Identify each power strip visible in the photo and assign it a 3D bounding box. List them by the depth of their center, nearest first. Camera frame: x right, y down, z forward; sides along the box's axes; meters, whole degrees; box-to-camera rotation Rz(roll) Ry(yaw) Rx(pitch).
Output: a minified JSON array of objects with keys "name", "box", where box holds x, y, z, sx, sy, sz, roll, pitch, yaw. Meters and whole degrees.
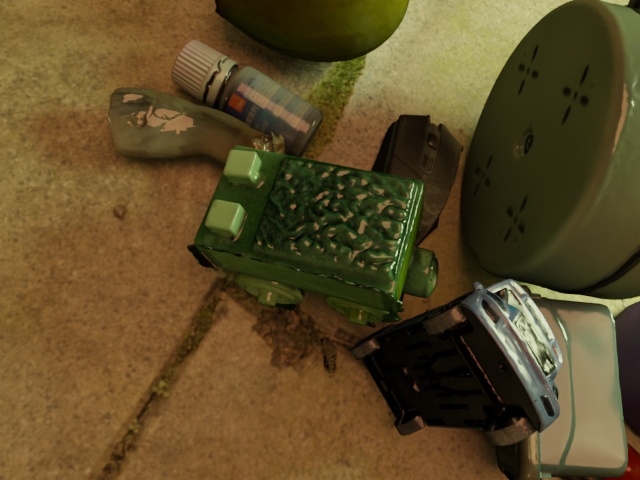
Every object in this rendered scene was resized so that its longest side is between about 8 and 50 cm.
[{"name":"power strip","box":[0.322,-0.111,0.630,0.161,0.357,0.358,12,71,-8]}]

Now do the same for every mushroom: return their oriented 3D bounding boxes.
[{"name":"mushroom","box":[-0.154,-0.133,0.659,0.223,0.081,0.092,15,38,-3]}]

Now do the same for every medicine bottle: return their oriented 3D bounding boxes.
[{"name":"medicine bottle","box":[-0.099,-0.191,0.698,0.203,0.083,0.083,33,69,-2]}]

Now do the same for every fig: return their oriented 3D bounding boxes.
[{"name":"fig","box":[-0.015,-0.357,0.695,0.271,0.239,0.240,-19,78,-4]}]

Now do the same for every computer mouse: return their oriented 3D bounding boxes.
[{"name":"computer mouse","box":[0.137,-0.092,0.731,0.126,0.071,0.231,26,69,-5]}]

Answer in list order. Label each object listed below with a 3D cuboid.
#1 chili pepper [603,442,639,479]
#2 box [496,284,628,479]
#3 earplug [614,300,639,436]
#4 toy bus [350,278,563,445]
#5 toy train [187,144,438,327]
[{"name":"chili pepper","box":[0.395,0.304,0.682,0.272,0.063,0.071,45,57,5]},{"name":"box","box":[0.271,0.176,0.625,0.129,0.162,0.227,2,72,10]},{"name":"earplug","box":[0.562,0.143,0.560,0.215,0.456,0.215,4,75,-14]},{"name":"toy bus","box":[0.146,0.124,0.551,0.133,0.292,0.126,-27,81,-22]},{"name":"toy train","box":[0.000,0.000,0.589,0.271,0.188,0.159,13,70,16]}]
